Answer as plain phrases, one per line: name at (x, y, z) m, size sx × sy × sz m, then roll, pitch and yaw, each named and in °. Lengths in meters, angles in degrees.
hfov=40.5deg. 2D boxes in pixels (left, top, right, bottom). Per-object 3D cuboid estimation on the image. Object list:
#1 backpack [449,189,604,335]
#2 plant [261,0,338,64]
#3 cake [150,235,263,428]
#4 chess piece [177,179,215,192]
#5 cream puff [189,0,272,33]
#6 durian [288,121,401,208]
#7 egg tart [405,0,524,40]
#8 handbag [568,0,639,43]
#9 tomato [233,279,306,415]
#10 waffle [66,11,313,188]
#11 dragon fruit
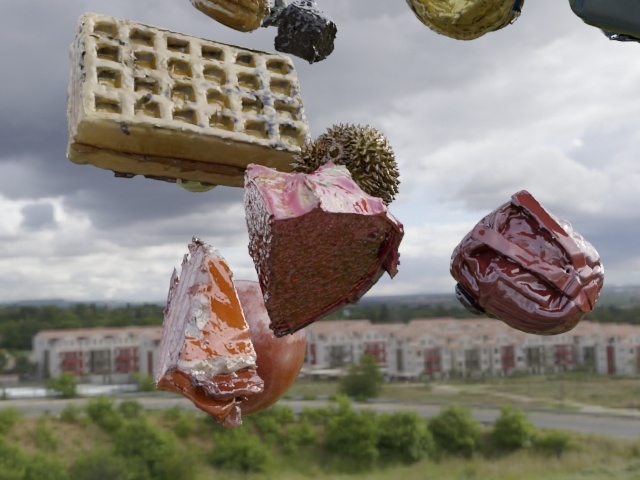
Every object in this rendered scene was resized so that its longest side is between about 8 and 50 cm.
backpack at (0.323, 0.044, 1.318) m, size 0.229 × 0.229 × 0.139 m, roll -1°, pitch -38°, yaw -10°
plant at (-0.061, -0.534, 2.164) m, size 0.142 × 0.203 × 0.131 m, roll -27°, pitch -30°, yaw -40°
cake at (-0.172, 0.115, 1.193) m, size 0.135 × 0.287 × 0.098 m, roll 6°, pitch -41°, yaw -32°
chess piece at (-0.289, -0.187, 1.689) m, size 0.144 × 0.144 × 0.251 m, roll -3°, pitch -10°, yaw 17°
cream puff at (-0.164, -0.460, 1.595) m, size 0.165 × 0.115 × 0.150 m, roll 20°, pitch 27°, yaw -26°
durian at (0.033, -0.089, 1.216) m, size 0.158 × 0.137 × 0.168 m, roll 1°, pitch -30°, yaw 20°
egg tart at (0.270, -0.512, 1.683) m, size 0.290 × 0.291 × 0.107 m, roll -6°, pitch 17°, yaw 42°
handbag at (0.479, -0.406, 1.250) m, size 0.263 × 0.222 × 0.241 m, roll 11°, pitch 28°, yaw 2°
tomato at (-0.165, 0.210, 1.672) m, size 0.265 × 0.265 × 0.265 m, roll -2°, pitch -4°, yaw 0°
waffle at (-0.205, -0.214, 1.369) m, size 0.376 × 0.261 × 0.114 m, roll 6°, pitch -41°, yaw -25°
dragon fruit at (0.002, -0.010, 0.972) m, size 0.161 × 0.126 × 0.274 m, roll -11°, pitch -32°, yaw -9°
